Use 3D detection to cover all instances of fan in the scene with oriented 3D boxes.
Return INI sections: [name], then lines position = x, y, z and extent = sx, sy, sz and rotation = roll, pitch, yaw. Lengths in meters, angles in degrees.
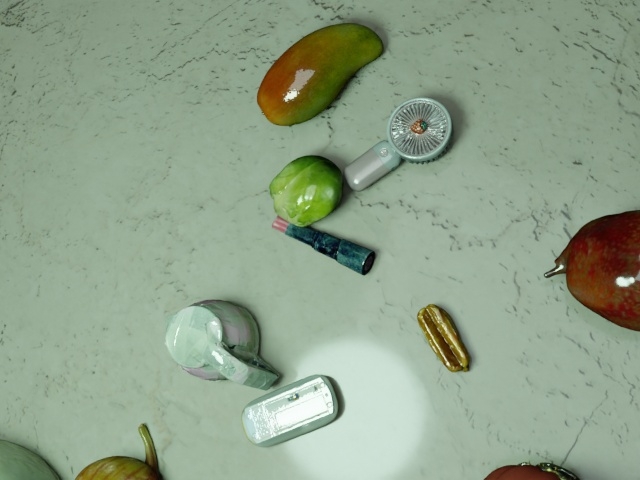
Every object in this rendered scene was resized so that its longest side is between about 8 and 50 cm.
[fan]
position = 0.154, -0.184, 1.494
extent = 0.244, 0.074, 0.130
rotation = -36, 71, 8

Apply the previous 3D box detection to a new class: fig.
[fig]
position = -0.380, 0.494, 1.486
extent = 0.175, 0.207, 0.175
rotation = 20, 126, 30

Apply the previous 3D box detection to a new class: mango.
[mango]
position = -0.009, -0.356, 1.557
extent = 0.289, 0.129, 0.146
rotation = -46, 68, -6

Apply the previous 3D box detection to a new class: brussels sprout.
[brussels sprout]
position = -0.020, -0.099, 1.508
extent = 0.155, 0.118, 0.155
rotation = -15, 65, 35

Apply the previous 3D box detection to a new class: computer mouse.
[computer mouse]
position = -0.059, 0.335, 1.463
extent = 0.199, 0.045, 0.102
rotation = -26, 71, 11

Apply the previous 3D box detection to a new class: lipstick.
[lipstick]
position = 0.000, 0.000, 1.521
extent = 0.234, 0.053, 0.053
rotation = 25, 87, 25

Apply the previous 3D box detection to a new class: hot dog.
[hot dog]
position = 0.235, 0.186, 1.410
extent = 0.062, 0.038, 0.144
rotation = -32, 73, 5

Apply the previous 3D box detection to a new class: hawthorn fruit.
[hawthorn fruit]
position = 0.507, 0.048, 1.278
extent = 0.248, 0.208, 0.207
rotation = 3, 79, 36

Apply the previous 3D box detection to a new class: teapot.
[teapot]
position = -0.210, 0.219, 1.464
extent = 0.163, 0.178, 0.221
rotation = -31, 72, 9

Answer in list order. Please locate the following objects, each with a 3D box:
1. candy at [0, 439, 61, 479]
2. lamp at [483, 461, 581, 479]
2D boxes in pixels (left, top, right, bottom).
[candy]
position = -0.644, 0.534, 1.416
extent = 0.186, 0.427, 0.386
rotation = -46, 55, 13
[lamp]
position = 0.352, 0.472, 1.213
extent = 0.227, 0.227, 0.226
rotation = -4, 77, 16
